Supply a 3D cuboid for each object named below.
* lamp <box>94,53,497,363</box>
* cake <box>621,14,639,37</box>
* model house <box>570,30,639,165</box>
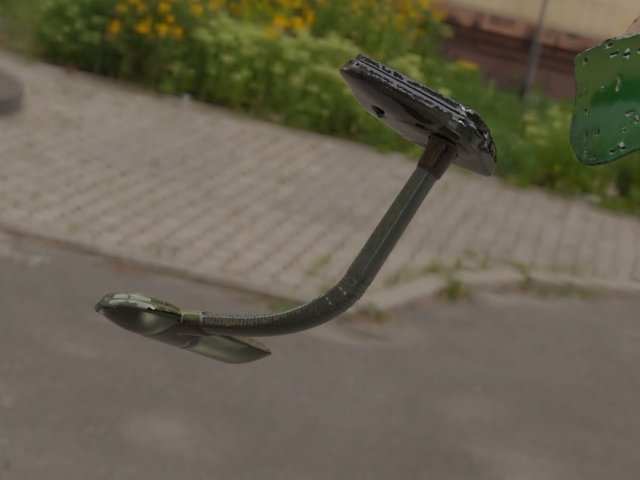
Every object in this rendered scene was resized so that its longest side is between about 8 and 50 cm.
[{"bbox_3d":[0.003,0.006,1.220,0.124,0.283,0.203,47,3,18],"label":"lamp"},{"bbox_3d":[0.342,-0.154,1.673,0.109,0.090,0.225,40,48,-10],"label":"cake"},{"bbox_3d":[0.299,-0.113,1.392,0.167,0.117,0.088,-18,-31,36],"label":"model house"}]
